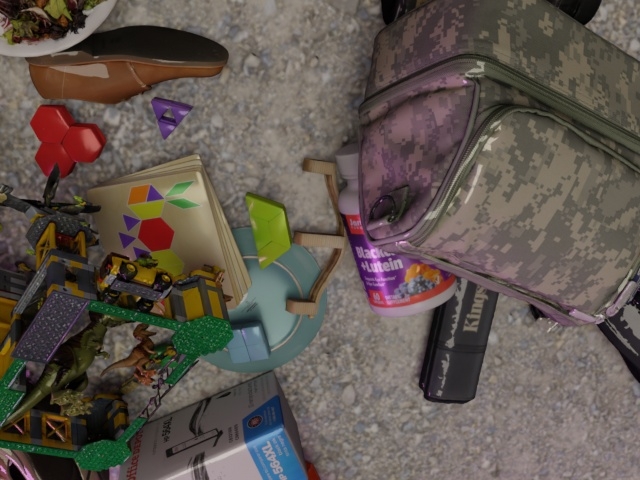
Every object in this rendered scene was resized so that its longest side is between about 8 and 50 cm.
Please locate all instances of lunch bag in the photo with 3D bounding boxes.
[{"bbox_3d":[0.191,-0.069,0.784,0.305,0.212,0.256,21,75,-30],"label":"lunch bag"}]

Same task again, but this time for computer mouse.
[{"bbox_3d":[0.417,0.111,0.991,0.272,0.072,0.188,42,95,-15],"label":"computer mouse"}]

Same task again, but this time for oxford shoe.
[{"bbox_3d":[-0.205,-0.185,0.846,0.212,0.076,0.076,-2,129,-4],"label":"oxford shoe"}]

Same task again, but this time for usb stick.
[{"bbox_3d":[0.182,0.071,0.964,0.077,0.045,0.278,8,103,-9],"label":"usb stick"}]

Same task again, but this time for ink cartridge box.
[{"bbox_3d":[-0.128,0.254,0.917,0.203,0.148,0.086,-23,108,-2],"label":"ink cartridge box"}]

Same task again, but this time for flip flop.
[{"bbox_3d":[-0.357,0.229,0.912,0.080,0.112,0.277,-34,110,29],"label":"flip flop"}]

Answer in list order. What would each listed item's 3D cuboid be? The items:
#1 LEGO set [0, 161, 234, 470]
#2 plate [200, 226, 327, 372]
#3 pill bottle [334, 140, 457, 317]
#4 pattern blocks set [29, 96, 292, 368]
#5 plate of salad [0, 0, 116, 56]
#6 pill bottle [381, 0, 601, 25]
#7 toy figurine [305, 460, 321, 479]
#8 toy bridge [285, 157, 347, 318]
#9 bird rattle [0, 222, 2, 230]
[{"bbox_3d":[-0.257,0.081,0.841,0.255,0.192,0.331,13,128,-31],"label":"LEGO set"},{"bbox_3d":[-0.084,0.077,0.942,0.188,0.024,0.188,-2,105,-7],"label":"plate"},{"bbox_3d":[0.082,-0.020,0.895,0.108,0.108,0.193,-19,105,-2],"label":"pill bottle"},{"bbox_3d":[-0.173,0.001,0.880,0.285,0.026,0.324,-1,112,7],"label":"pattern blocks set"},{"bbox_3d":[-0.298,-0.284,0.786,0.200,0.048,0.199,1,83,-4],"label":"plate of salad"},{"bbox_3d":[0.181,-0.281,0.834,0.219,0.123,0.122,1,104,-7],"label":"pill bottle"},{"bbox_3d":[-0.071,0.375,0.925,0.213,0.209,0.148,-24,112,0],"label":"toy figurine"},{"bbox_3d":[0.000,0.000,0.923,0.063,0.026,0.188,4,96,-30],"label":"toy bridge"},{"bbox_3d":[-0.440,-0.045,0.763,0.207,0.253,0.143,-4,106,18],"label":"bird rattle"}]
